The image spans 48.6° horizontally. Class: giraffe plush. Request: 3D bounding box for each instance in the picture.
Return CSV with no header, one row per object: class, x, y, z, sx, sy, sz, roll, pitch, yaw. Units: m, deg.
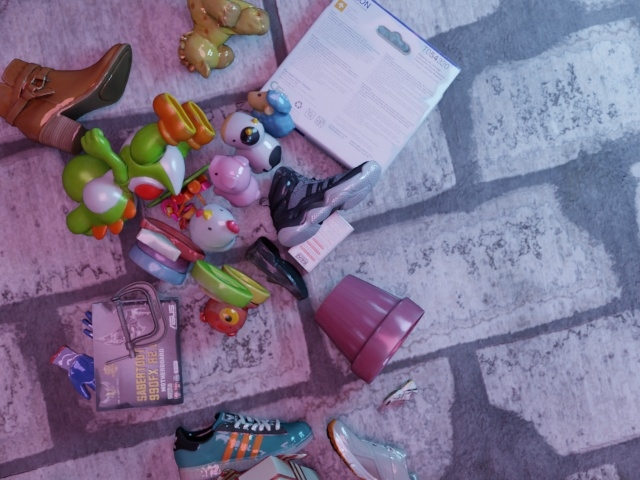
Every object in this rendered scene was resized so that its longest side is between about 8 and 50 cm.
giraffe plush,-0.229,-0.437,1.516,0.210,0.181,0.170,16,110,-14

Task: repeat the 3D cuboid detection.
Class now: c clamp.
c clamp,-0.395,0.169,1.489,0.137,0.022,0.160,-11,89,-13

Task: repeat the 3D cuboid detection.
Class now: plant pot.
plant pot,0.095,0.175,1.522,0.180,0.201,0.201,38,87,13

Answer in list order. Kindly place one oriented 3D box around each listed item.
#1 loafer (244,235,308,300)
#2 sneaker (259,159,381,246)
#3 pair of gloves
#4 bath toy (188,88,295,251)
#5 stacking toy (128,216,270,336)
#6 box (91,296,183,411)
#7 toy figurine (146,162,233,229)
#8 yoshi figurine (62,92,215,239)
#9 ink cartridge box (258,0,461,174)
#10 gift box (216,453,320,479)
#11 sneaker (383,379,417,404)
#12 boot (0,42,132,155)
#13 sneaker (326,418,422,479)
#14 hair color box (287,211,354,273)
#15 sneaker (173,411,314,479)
loafer,-0.095,0.071,1.571,0.061,0.062,0.170,-40,89,19
sneaker,-0.009,-0.118,1.522,0.269,0.101,0.153,-37,70,6
pair of gloves,-0.481,0.246,1.553,0.159,0.023,0.198,37,88,-4
bath toy,-0.164,-0.140,1.451,0.151,0.129,0.348,33,68,-27
stacking toy,-0.270,0.089,1.447,0.309,0.279,0.130,33,92,-2
box,-0.392,0.242,1.527,0.183,0.056,0.230,-2,88,-14
toy figurine,-0.264,-0.055,1.536,0.173,0.130,0.159,-30,102,18
yoshi figurine,-0.406,-0.166,1.459,0.362,0.203,0.203,-39,121,14
ink cartridge box,0.085,-0.343,1.574,0.324,0.071,0.330,38,85,-2
gift box,-0.083,0.582,1.440,0.276,0.255,0.258,-34,57,1
sneaker,0.182,0.350,1.598,0.083,0.032,0.037,-34,92,-3
boot,-0.552,-0.338,1.521,0.220,0.109,0.283,27,84,9
sneaker,0.121,0.480,1.571,0.121,0.099,0.262,-40,100,-11
hair color box,0.000,0.000,1.579,0.141,0.043,0.072,-44,93,-4
sneaker,-0.170,0.424,1.534,0.302,0.108,0.121,-14,92,-5
